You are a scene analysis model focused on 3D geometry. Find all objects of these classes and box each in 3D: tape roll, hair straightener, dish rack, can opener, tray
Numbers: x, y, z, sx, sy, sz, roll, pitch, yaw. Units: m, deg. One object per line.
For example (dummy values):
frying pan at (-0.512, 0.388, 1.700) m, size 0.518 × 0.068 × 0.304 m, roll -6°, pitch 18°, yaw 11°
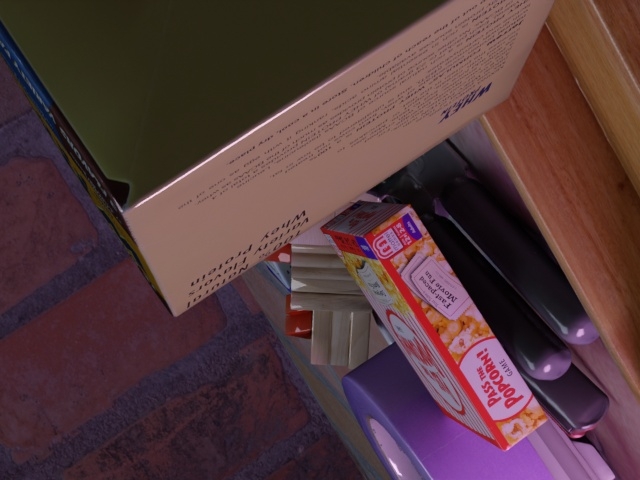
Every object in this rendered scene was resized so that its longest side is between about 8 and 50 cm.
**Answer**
tape roll at (0.131, 0.217, 1.227) m, size 0.275 × 0.090 × 0.275 m, roll 56°, pitch 171°, yaw 13°
hair straightener at (0.153, 0.063, 1.101) m, size 0.230 × 0.047 × 0.089 m, roll 52°, pitch 172°, yaw 13°
dish rack at (0.174, 0.166, 1.328) m, size 0.333 × 0.072 × 0.285 m, roll 54°, pitch 172°, yaw 13°
can opener at (0.121, -0.009, 1.054) m, size 0.095 × 0.076 × 0.283 m, roll 11°, pitch -147°, yaw -54°
tray at (0.139, -0.075, 0.634) m, size 0.411 × 0.076 × 0.203 m, roll 59°, pitch 171°, yaw -14°

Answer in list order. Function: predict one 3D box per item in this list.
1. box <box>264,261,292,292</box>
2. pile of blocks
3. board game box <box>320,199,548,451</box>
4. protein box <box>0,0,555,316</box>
box at (-0.018, -0.032, 1.467) m, size 0.072 × 0.126 × 0.137 m, roll 43°, pitch 165°, yaw 50°
pile of blocks at (0.000, 0.000, 1.337) m, size 0.362 × 0.112 × 0.149 m, roll 92°, pitch -179°, yaw -59°
board game box at (0.084, 0.060, 1.028) m, size 0.193 × 0.045 × 0.147 m, roll 56°, pitch 172°, yaw -9°
protein box at (-0.023, -0.093, 0.548) m, size 0.136 × 0.199 × 0.201 m, roll 55°, pitch 172°, yaw 10°
